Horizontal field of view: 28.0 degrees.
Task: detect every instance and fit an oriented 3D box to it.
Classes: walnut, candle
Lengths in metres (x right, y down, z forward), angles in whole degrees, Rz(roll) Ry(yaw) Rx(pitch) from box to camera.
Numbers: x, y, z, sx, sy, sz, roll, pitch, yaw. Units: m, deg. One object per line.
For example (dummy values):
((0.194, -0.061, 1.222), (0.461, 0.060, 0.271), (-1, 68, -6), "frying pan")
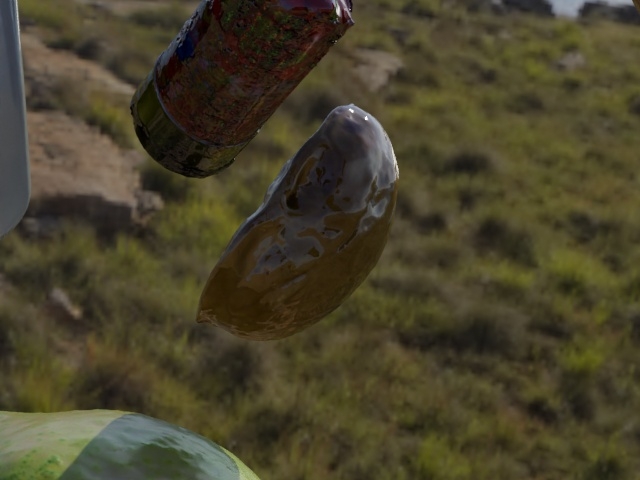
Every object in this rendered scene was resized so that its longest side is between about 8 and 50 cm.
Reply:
((0.001, 0.003, 0.992), (0.087, 0.211, 0.167), (35, -11, 12), "walnut")
((-0.026, -0.075, 0.486), (0.052, 0.131, 0.052), (16, 56, -26), "candle")

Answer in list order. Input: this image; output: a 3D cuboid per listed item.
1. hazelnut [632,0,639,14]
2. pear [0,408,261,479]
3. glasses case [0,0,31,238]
((0.224, -0.144, 0.614), (0.182, 0.182, 0.182), (7, 20, -3), "hazelnut")
((-0.186, 0.285, 0.909), (0.391, 0.391, 0.391), (7, 20, -3), "pear")
((-0.164, -0.090, 0.538), (0.076, 0.197, 0.049), (-5, 20, -16), "glasses case")
